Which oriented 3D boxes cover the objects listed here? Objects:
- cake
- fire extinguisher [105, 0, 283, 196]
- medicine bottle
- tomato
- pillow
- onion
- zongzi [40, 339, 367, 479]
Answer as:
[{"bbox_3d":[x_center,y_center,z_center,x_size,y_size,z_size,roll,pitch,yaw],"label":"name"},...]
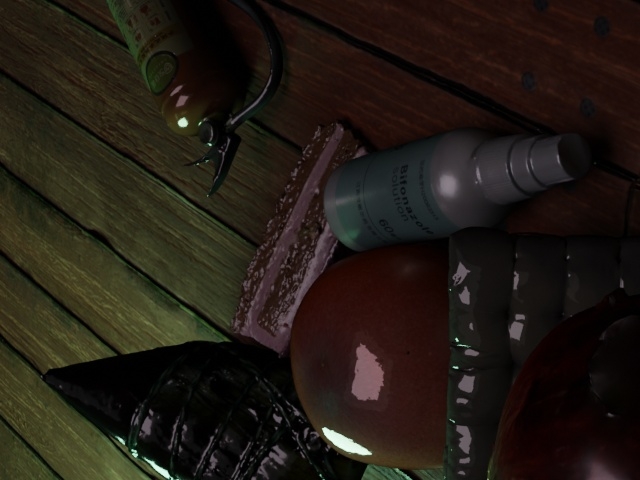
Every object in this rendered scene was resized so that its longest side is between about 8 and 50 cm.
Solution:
[{"bbox_3d":[0.000,0.000,1.876,0.116,0.113,0.295,38,118,36],"label":"cake"},{"bbox_3d":[-0.171,-0.262,1.980,0.200,0.113,0.376,-49,62,48],"label":"fire extinguisher"},{"bbox_3d":[0.143,-0.061,1.619,0.352,0.110,0.110,-13,91,55],"label":"medicine bottle"},{"bbox_3d":[0.089,0.126,1.669,0.256,0.224,0.256,6,98,52],"label":"tomato"},{"bbox_3d":[0.233,0.148,1.499,0.228,0.101,0.326,3,105,7],"label":"pillow"},{"bbox_3d":[0.282,0.195,1.277,0.341,0.341,0.341,22,118,49],"label":"onion"},{"bbox_3d":[-0.139,0.227,1.902,0.383,0.362,0.319,36,111,42],"label":"zongzi"}]
